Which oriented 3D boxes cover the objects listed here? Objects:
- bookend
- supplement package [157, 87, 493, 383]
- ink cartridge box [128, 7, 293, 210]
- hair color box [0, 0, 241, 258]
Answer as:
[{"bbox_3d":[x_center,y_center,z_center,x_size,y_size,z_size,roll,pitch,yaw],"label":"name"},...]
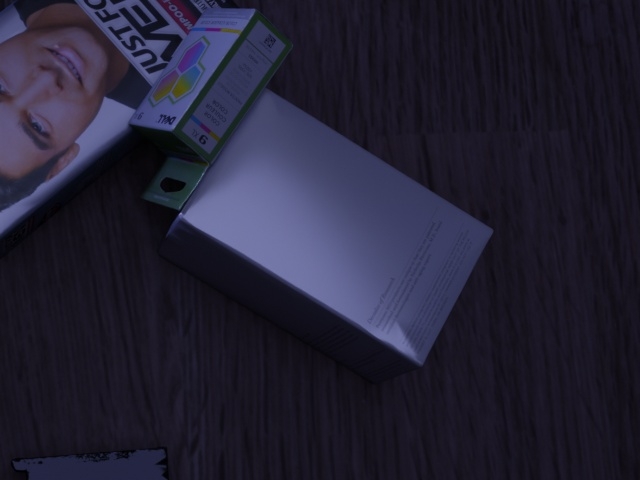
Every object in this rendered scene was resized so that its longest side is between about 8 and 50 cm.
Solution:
[{"bbox_3d":[-0.232,0.296,1.357,0.156,0.072,0.157,-3,79,-14],"label":"bookend"},{"bbox_3d":[0.000,0.000,1.428,0.293,0.177,0.175,31,72,-6],"label":"supplement package"},{"bbox_3d":[-0.128,-0.138,1.356,0.062,0.109,0.209,39,78,-30],"label":"ink cartridge box"},{"bbox_3d":[-0.270,-0.170,1.432,0.374,0.113,0.185,-42,91,-18],"label":"hair color box"}]
